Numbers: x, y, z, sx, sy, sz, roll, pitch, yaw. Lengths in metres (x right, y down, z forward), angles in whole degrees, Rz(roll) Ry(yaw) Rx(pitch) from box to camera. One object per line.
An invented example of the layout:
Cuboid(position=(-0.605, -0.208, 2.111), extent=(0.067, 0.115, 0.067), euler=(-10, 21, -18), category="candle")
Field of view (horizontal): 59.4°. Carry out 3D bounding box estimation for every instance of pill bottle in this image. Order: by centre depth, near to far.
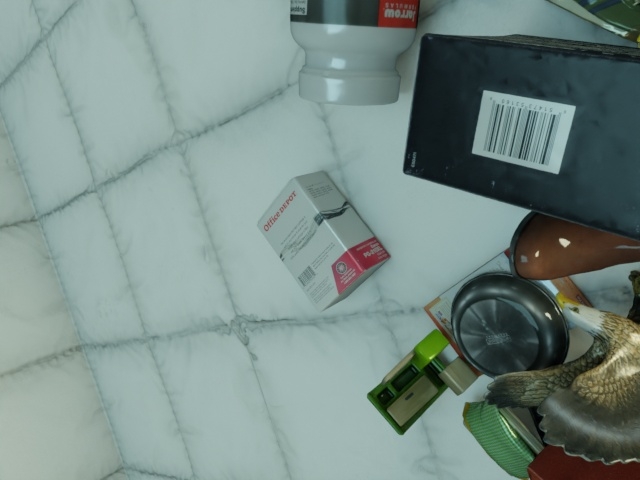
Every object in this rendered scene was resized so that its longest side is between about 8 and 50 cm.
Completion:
Cuboid(position=(0.057, -0.412, 0.893), extent=(0.210, 0.210, 0.363), euler=(19, 117, 35), category="pill bottle")

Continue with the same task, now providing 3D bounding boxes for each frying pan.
Cuboid(position=(0.301, 0.209, 0.924), extent=(0.197, 0.053, 0.326), euler=(8, 110, 38), category="frying pan")

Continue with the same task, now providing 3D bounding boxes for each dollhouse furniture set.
Cuboid(position=(0.240, 0.329, 0.976), extent=(0.301, 0.151, 0.197), euler=(47, 167, 17), category="dollhouse furniture set")

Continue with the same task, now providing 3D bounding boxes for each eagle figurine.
Cuboid(position=(0.390, 0.164, 0.753), extent=(0.225, 0.226, 0.298), euler=(33, 80, 40), category="eagle figurine")

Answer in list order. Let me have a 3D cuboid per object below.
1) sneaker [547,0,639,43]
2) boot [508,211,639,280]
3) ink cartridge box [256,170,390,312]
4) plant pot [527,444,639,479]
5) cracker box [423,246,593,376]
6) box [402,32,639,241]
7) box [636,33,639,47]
Cuboid(position=(0.378, -0.334, 0.737), extent=(0.192, 0.064, 0.086), euler=(42, 133, 26), category="sneaker")
Cuboid(position=(0.404, 0.014, 0.658), extent=(0.280, 0.264, 0.096), euler=(16, 109, 59), category="boot")
Cuboid(position=(0.000, 0.000, 1.159), extent=(0.237, 0.100, 0.172), euler=(53, 131, 12), category="ink cartridge box")
Cuboid(position=(0.438, 0.366, 0.732), extent=(0.267, 0.235, 0.267), euler=(-177, 68, -85), category="plant pot")
Cuboid(position=(0.310, 0.114, 0.952), extent=(0.156, 0.067, 0.232), euler=(55, 132, 10), category="cracker box")
Cuboid(position=(0.312, -0.152, 0.702), extent=(0.296, 0.294, 0.183), euler=(23, 120, 34), category="box")
Cuboid(position=(0.423, -0.306, 0.534), extent=(0.079, 0.322, 0.257), euler=(27, 122, 30), category="box")
